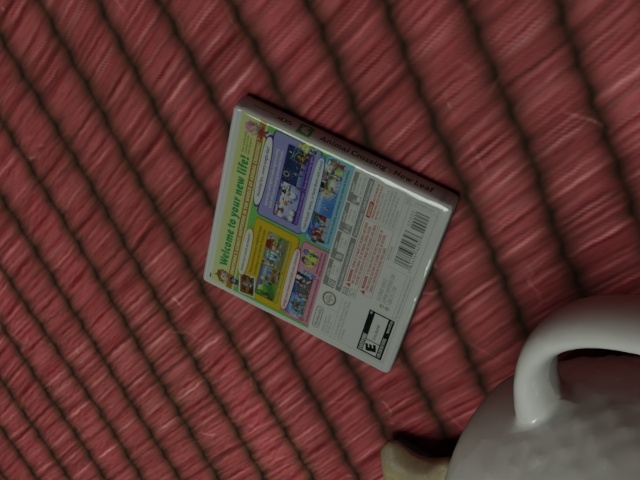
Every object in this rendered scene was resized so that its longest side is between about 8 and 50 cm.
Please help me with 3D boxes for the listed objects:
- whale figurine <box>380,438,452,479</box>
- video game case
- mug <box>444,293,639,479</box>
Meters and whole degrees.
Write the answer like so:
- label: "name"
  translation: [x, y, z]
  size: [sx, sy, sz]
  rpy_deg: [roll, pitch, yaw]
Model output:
- label: "whale figurine"
  translation: [0.127, 0.316, 1.127]
  size: [0.216, 0.141, 0.272]
  rpy_deg: [7, 108, 50]
- label: "video game case"
  translation: [0.000, 0.000, 0.997]
  size: [0.193, 0.023, 0.212]
  rpy_deg: [26, 136, 10]
- label: "mug"
  translation: [0.251, 0.184, 0.808]
  size: [0.328, 0.276, 0.374]
  rpy_deg: [17, 141, 38]
